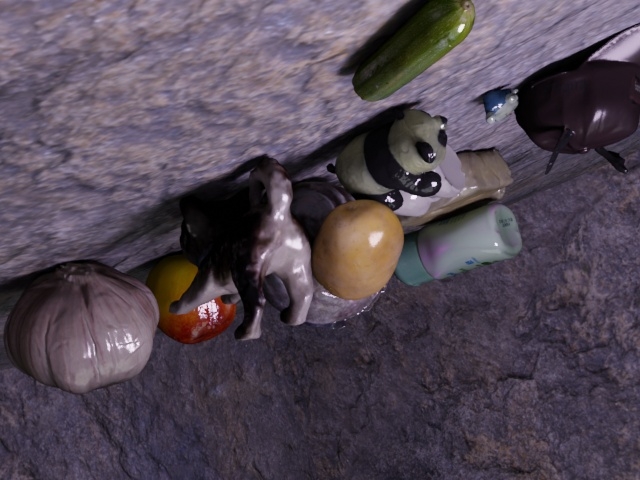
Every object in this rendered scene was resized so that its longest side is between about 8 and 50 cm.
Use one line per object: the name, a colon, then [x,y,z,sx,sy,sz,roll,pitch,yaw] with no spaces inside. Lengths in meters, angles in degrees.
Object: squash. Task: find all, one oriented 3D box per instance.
squash: [0.111,-0.235,1.018,0.066,0.066,0.229,-15,172,-30]

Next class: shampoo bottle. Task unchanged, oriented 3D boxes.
shampoo bottle: [0.338,0.019,2.160,0.349,0.151,0.221,-19,173,34]

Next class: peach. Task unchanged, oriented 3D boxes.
peach: [-0.310,0.138,1.972,0.230,0.231,0.231,-19,172,-3]

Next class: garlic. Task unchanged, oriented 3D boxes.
garlic: [-0.492,0.173,1.678,0.317,0.260,0.317,2,-159,-1]

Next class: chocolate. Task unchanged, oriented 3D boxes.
chocolate: [0.000,0.000,1.658,0.303,0.303,0.213,-18,150,-6]

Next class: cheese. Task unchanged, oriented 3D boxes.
cheese: [0.332,-0.130,2.057,0.317,0.115,0.326,-17,173,-12]

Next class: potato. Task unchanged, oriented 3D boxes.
potato: [0.068,0.019,1.455,0.150,0.146,0.234,-39,165,-28]

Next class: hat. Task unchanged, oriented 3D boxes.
hat: [0.518,-0.233,1.479,0.336,0.209,0.238,-26,166,34]

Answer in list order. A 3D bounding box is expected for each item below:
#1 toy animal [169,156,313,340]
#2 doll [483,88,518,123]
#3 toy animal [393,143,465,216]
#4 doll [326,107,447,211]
toy animal: [-0.150,-0.002,1.485,0.194,0.303,0.344,-6,-170,-39]
doll: [0.329,-0.249,1.488,0.076,0.050,0.083,-42,162,21]
toy animal: [0.200,-0.124,1.743,0.193,0.128,0.178,-22,170,25]
doll: [0.128,-0.141,1.415,0.135,0.144,0.234,10,159,-43]
